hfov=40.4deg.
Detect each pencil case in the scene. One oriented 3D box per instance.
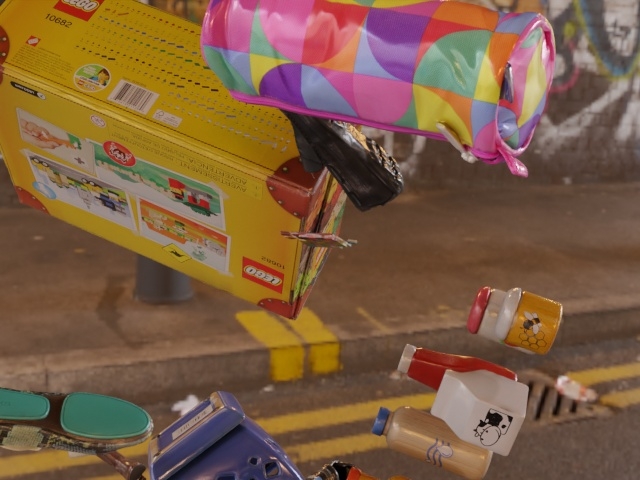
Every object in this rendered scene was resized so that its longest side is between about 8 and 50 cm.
[{"bbox_3d":[0.036,-0.118,0.577,0.236,0.104,0.104,19,20,27],"label":"pencil case"}]

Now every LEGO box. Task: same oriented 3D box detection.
[{"bbox_3d":[-0.213,-0.128,1.274,0.500,0.372,0.193,23,60,7],"label":"LEGO box"}]

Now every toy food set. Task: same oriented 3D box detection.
[{"bbox_3d":[0.100,0.119,0.683,0.104,0.232,0.111,19,30,8],"label":"toy food set"}]

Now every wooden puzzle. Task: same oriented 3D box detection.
[{"bbox_3d":[0.000,0.000,0.932,0.083,0.006,0.049,3,-12,27],"label":"wooden puzzle"}]

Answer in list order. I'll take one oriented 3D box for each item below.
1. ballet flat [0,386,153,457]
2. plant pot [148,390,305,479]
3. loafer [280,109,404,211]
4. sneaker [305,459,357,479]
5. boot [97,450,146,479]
[{"bbox_3d":[-0.263,0.186,0.868,0.188,0.070,0.070,11,13,-7],"label":"ballet flat"},{"bbox_3d":[-0.192,0.425,1.635,0.236,0.212,0.236,-36,7,-9],"label":"plant pot"},{"bbox_3d":[0.005,-0.110,0.996,0.223,0.078,0.076,41,24,-29],"label":"loafer"},{"bbox_3d":[0.034,0.349,1.205,0.067,0.078,0.188,41,-2,32],"label":"sneaker"},{"bbox_3d":[-0.342,0.360,1.446,0.114,0.106,0.037,38,61,14],"label":"boot"}]
